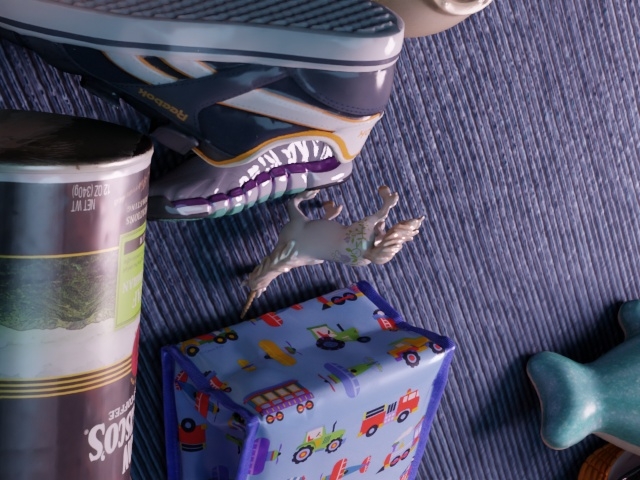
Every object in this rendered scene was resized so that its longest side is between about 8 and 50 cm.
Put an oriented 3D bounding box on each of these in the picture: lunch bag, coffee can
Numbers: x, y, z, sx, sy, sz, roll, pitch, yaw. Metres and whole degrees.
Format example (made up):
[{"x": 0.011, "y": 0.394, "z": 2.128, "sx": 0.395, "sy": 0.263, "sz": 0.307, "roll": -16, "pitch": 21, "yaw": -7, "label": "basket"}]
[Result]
[{"x": -0.018, "y": 0.214, "z": 1.392, "sx": 0.221, "sy": 0.138, "sz": 0.293, "roll": -17, "pitch": 125, "yaw": -34, "label": "lunch bag"}, {"x": -0.229, "y": 0.057, "z": 1.124, "sx": 0.201, "sy": 0.201, "sz": 0.275, "roll": -5, "pitch": 108, "yaw": -35, "label": "coffee can"}]

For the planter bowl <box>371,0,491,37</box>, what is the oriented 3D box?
[{"x": 0.092, "y": -0.245, "z": 1.322, "sx": 0.162, "sy": 0.109, "sz": 0.162, "roll": -13, "pitch": 113, "yaw": -33, "label": "planter bowl"}]

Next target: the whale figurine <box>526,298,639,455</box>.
[{"x": 0.352, "y": 0.150, "z": 1.593, "sx": 0.272, "sy": 0.141, "sz": 0.216, "roll": 2, "pitch": 63, "yaw": -18, "label": "whale figurine"}]

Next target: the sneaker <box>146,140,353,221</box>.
[{"x": -0.071, "y": -0.077, "z": 1.287, "sx": 0.224, "sy": 0.083, "sz": 0.098, "roll": -17, "pitch": 103, "yaw": -43, "label": "sneaker"}]

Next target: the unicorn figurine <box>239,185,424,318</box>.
[{"x": 0.000, "y": 0.000, "z": 1.345, "sx": 0.060, "sy": 0.162, "sz": 0.111, "roll": 56, "pitch": 43, "yaw": -29, "label": "unicorn figurine"}]

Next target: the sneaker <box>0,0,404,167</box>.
[{"x": -0.107, "y": -0.127, "z": 1.147, "sx": 0.321, "sy": 0.126, "sz": 0.127, "roll": 10, "pitch": 121, "yaw": -1, "label": "sneaker"}]

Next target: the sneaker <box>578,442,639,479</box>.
[{"x": 0.391, "y": 0.246, "z": 1.725, "sx": 0.262, "sy": 0.099, "sz": 0.121, "roll": -29, "pitch": 131, "yaw": -20, "label": "sneaker"}]
